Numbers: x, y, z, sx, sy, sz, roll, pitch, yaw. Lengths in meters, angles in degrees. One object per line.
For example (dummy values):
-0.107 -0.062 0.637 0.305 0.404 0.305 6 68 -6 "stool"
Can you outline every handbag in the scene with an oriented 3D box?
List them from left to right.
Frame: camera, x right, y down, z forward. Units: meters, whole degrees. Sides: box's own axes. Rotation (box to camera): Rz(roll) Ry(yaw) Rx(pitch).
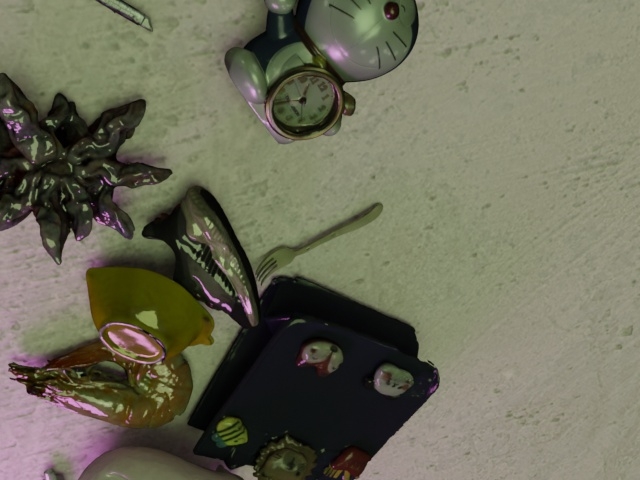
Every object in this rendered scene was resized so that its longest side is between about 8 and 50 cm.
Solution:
-0.011 0.252 1.187 0.303 0.122 0.329 25 108 -27 "handbag"

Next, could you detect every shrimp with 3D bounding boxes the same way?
-0.317 0.202 1.098 0.267 0.061 0.145 12 100 -17 "shrimp"

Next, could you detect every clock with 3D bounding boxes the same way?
0.005 -0.247 0.925 0.243 0.146 0.199 -35 126 7 "clock"

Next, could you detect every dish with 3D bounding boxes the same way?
-0.243 0.118 1.029 0.208 0.080 0.149 33 134 -18 "dish"

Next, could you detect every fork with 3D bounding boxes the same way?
-0.002 -0.003 1.116 0.220 0.028 0.034 -30 121 -6 "fork"

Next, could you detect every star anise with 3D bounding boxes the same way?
-0.324 -0.085 0.922 0.283 0.129 0.212 7 97 -25 "star anise"

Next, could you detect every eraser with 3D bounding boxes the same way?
-0.244 -0.281 0.894 0.099 0.027 0.019 26 98 -28 "eraser"

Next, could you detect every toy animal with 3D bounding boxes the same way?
-0.251 0.416 1.155 0.265 0.206 0.271 26 141 -15 "toy animal"

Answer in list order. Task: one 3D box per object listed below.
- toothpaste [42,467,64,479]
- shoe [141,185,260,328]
-0.417 0.441 1.201 0.057 0.034 0.197 -2 119 1 "toothpaste"
-0.162 0.036 1.048 0.112 0.099 0.227 -20 116 1 "shoe"
